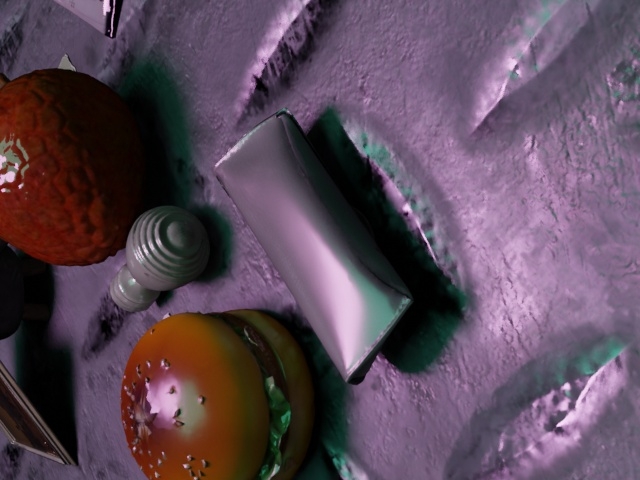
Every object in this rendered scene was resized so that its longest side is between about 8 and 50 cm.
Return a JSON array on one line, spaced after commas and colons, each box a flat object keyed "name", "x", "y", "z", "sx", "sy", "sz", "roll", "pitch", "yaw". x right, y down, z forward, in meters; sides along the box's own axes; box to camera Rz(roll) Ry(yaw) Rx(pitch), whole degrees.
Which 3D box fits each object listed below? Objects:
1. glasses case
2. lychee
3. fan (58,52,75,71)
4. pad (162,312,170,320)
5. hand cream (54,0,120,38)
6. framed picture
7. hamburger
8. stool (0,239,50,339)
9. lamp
[{"name": "glasses case", "x": 0.001, "y": -0.002, "z": 1.045, "sx": 0.128, "sy": 0.083, "sz": 0.308, "roll": -49, "pitch": 60, "yaw": 29}, {"name": "lychee", "x": -0.355, "y": -0.103, "z": 1.285, "sx": 0.300, "sy": 0.255, "sz": 0.255, "roll": 35, "pitch": 119, "yaw": 13}, {"name": "fan", "x": -0.401, "y": -0.164, "z": 1.495, "sx": 0.131, "sy": 0.009, "sz": 0.240, "roll": 30, "pitch": 113, "yaw": 38}, {"name": "pad", "x": -0.170, "y": 0.223, "z": 1.288, "sx": 0.232, "sy": 0.004, "sz": 0.156, "roll": 44, "pitch": 122, "yaw": 34}, {"name": "hand cream", "x": -0.396, "y": -0.413, "z": 1.442, "sx": 0.336, "sy": 0.076, "sz": 0.121, "roll": 32, "pitch": 120, "yaw": 32}, {"name": "framed picture", "x": -0.497, "y": 0.249, "z": 1.519, "sx": 0.197, "sy": 0.014, "sz": 0.252, "roll": 3, "pitch": 128, "yaw": 46}, {"name": "hamburger", "x": -0.131, "y": 0.195, "z": 1.127, "sx": 0.246, "sy": 0.170, "sz": 0.246, "roll": 0, "pitch": 90, "yaw": 46}, {"name": "stool", "x": -0.503, "y": 0.063, "z": 1.520, "sx": 0.153, "sy": 0.139, "sz": 0.228, "roll": 51, "pitch": 125, "yaw": 30}, {"name": "lamp", "x": -0.214, "y": 0.030, "z": 1.255, "sx": 0.193, "sy": 0.106, "sz": 0.106, "roll": -41, "pitch": 64, "yaw": 47}]
